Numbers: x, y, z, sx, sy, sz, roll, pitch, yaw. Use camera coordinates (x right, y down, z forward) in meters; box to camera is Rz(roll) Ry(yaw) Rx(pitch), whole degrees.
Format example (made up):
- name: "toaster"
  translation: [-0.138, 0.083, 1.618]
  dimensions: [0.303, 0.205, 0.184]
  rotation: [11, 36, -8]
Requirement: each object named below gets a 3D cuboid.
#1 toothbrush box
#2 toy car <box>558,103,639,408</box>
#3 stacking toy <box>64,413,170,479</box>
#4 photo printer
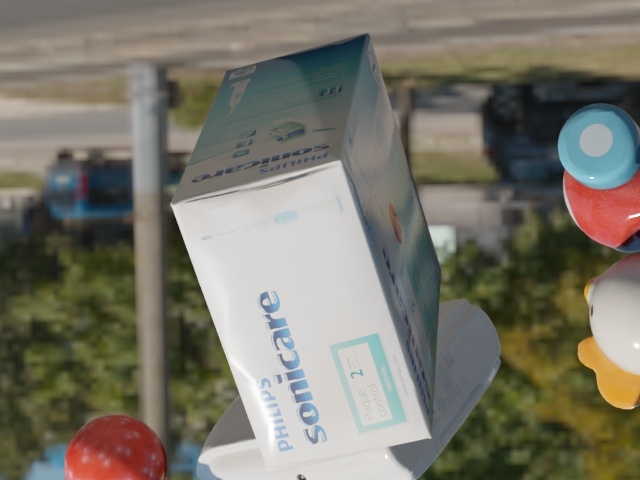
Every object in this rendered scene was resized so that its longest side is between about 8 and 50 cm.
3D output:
- name: "toothbrush box"
  translation: [0.000, 0.000, 1.408]
  dimensions: [0.126, 0.216, 0.295]
  rotation: [-14, -160, 12]
- name: "toy car"
  translation: [0.290, 0.030, 1.726]
  dimensions: [0.210, 0.238, 0.219]
  rotation: [23, 177, 25]
- name: "stacking toy"
  translation: [-0.168, 0.281, 1.746]
  dimensions: [0.141, 0.330, 0.141]
  rotation: [-6, -136, 6]
- name: "photo printer"
  translation: [0.020, 0.186, 2.119]
  dimensions: [0.307, 0.107, 0.256]
  rotation: [-16, -159, 41]
